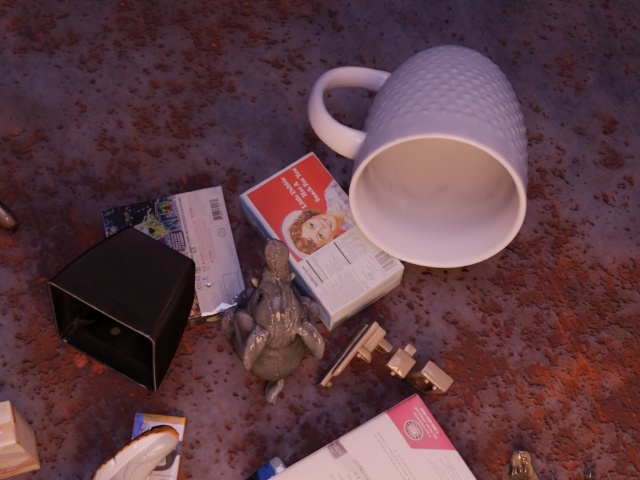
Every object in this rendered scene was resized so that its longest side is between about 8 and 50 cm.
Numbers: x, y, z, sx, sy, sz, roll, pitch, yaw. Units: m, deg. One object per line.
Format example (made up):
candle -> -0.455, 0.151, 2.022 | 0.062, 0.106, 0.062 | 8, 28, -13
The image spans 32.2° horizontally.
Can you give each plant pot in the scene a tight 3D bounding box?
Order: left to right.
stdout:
plant pot -> -0.290, 0.093, 1.723 | 0.188, 0.187, 0.167 | 28, 59, 11

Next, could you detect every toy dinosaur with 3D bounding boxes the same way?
toy dinosaur -> 0.396, 0.430, 1.716 | 0.118, 0.064, 0.268 | -28, 76, -10

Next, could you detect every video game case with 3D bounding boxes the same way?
video game case -> -0.243, 0.035, 1.861 | 0.210, 0.042, 0.232 | -13, 68, -8

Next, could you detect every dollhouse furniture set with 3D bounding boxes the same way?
dollhouse furniture set -> 0.097, 0.225, 1.756 | 0.151, 0.144, 0.123 | 40, 75, -2

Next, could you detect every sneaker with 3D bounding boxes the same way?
sneaker -> -0.598, -0.062, 1.885 | 0.188, 0.066, 0.071 | 35, 87, 17
sneaker -> -0.294, 0.387, 1.665 | 0.262, 0.099, 0.121 | -43, 87, 9
sneaker -> -0.059, 0.416, 1.699 | 0.085, 0.058, 0.152 | -33, 75, -12

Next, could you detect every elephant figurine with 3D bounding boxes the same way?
elephant figurine -> -0.072, 0.126, 1.696 | 0.186, 0.239, 0.169 | 43, 77, -1

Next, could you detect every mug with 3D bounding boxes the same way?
mug -> 0.158, -0.179, 1.825 | 0.374, 0.276, 0.328 | 18, 43, -5

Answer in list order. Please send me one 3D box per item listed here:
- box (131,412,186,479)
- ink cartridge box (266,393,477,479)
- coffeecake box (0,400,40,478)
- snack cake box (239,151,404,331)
box -> -0.259, 0.341, 1.738 | 0.081, 0.028, 0.136 | 5, 65, 0
ink cartridge box -> 0.075, 0.388, 1.635 | 0.283, 0.117, 0.207 | -26, 70, -24
coffeecake box -> -0.510, 0.309, 1.654 | 0.142, 0.185, 0.068 | -14, 68, -8
snack cake box -> 0.000, 0.000, 1.862 | 0.152, 0.089, 0.264 | -33, 72, -14
